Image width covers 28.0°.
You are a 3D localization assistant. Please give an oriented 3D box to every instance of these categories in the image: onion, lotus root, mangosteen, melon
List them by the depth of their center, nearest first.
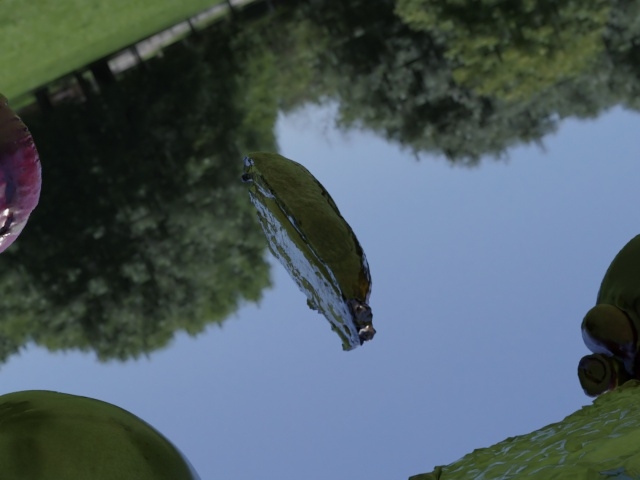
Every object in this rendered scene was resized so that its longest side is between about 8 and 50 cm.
[{"bbox_3d":[0.352,0.094,1.244,0.265,0.228,0.228,-22,-173,-27],"label":"mangosteen"},{"bbox_3d":[-0.261,0.288,1.284,0.330,0.268,0.268,18,-148,28],"label":"melon"},{"bbox_3d":[-0.405,-0.083,1.418,0.230,0.230,0.163,-20,-175,27],"label":"onion"},{"bbox_3d":[0.001,0.000,1.434,0.078,0.167,0.329,-25,-143,-10],"label":"lotus root"}]

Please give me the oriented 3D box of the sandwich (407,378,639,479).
[{"bbox_3d":[0.190,0.132,0.596,0.325,0.131,0.262,-21,176,40],"label":"sandwich"}]
